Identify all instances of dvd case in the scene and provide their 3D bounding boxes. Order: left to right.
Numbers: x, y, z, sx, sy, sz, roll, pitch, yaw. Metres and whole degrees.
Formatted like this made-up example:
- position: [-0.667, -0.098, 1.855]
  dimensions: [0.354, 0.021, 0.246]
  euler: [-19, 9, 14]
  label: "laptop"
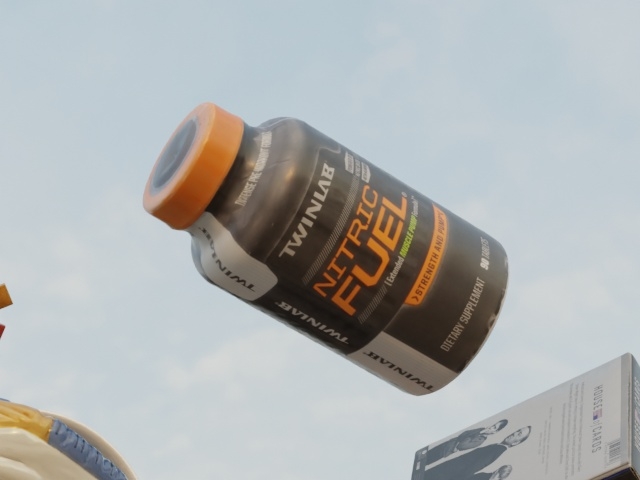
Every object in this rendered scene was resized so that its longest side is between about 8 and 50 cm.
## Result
- position: [0.181, 0.204, 1.514]
  dimensions: [0.238, 0.179, 0.030]
  euler: [-28, -69, 23]
  label: "dvd case"

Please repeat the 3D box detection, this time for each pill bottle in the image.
- position: [0.000, 0.000, 1.168]
  dimensions: [0.245, 0.130, 0.130]
  euler: [30, -48, -20]
  label: "pill bottle"

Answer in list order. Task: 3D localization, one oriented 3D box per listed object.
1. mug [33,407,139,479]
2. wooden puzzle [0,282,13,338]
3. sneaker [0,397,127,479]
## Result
- position: [-0.404, 0.394, 1.879]
  dimensions: [0.374, 0.276, 0.328]
  euler: [-31, -9, -34]
  label: "mug"
- position: [-0.171, 0.020, 0.709]
  dimensions: [0.083, 0.006, 0.049]
  euler: [4, -78, -17]
  label: "wooden puzzle"
- position: [-0.123, 0.209, 0.926]
  dimensions: [0.112, 0.131, 0.296]
  euler: [-3, -37, 48]
  label: "sneaker"
